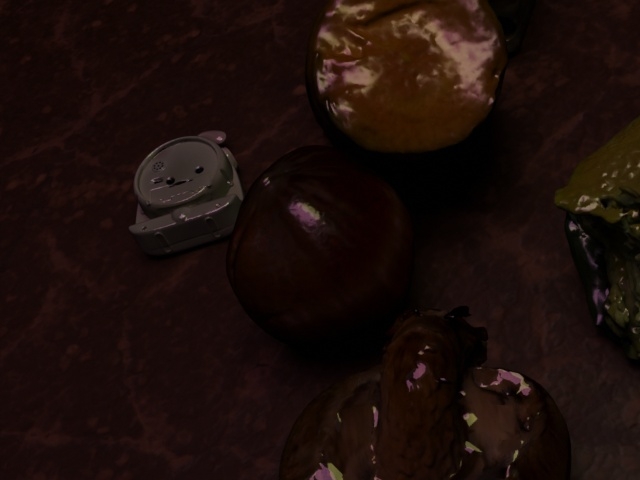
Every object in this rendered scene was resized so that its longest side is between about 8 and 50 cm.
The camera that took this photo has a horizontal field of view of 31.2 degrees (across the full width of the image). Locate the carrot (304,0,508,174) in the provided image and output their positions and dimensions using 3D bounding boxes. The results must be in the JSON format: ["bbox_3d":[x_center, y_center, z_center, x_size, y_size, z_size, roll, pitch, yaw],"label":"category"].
[{"bbox_3d":[0.098,-0.201,1.383,0.241,0.341,0.241,0,93,2],"label":"carrot"}]

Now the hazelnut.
[{"bbox_3d":[0.000,0.000,1.291,0.229,0.229,0.229,-11,49,13],"label":"hazelnut"}]

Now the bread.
[{"bbox_3d":[0.426,-0.059,1.182,0.376,0.208,0.251,-34,52,-12],"label":"bread"}]

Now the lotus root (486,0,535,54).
[{"bbox_3d":[0.218,-0.378,1.561,0.210,0.142,0.314,-7,49,18],"label":"lotus root"}]

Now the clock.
[{"bbox_3d":[-0.180,-0.075,1.523,0.151,0.062,0.191,-17,47,8],"label":"clock"}]

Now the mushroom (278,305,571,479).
[{"bbox_3d":[0.103,0.204,1.089,0.263,0.195,0.283,9,73,19],"label":"mushroom"}]
